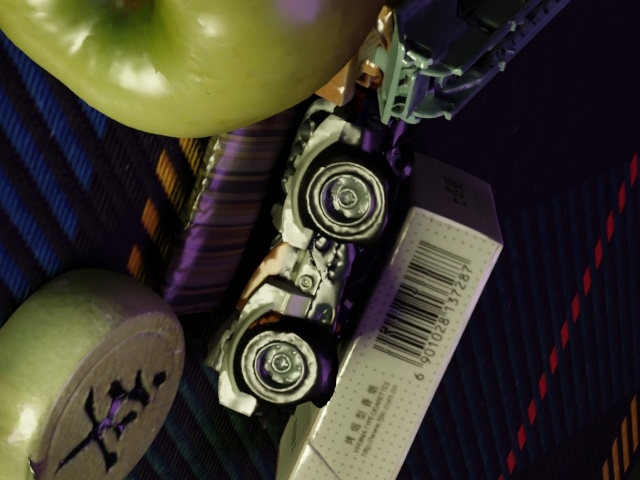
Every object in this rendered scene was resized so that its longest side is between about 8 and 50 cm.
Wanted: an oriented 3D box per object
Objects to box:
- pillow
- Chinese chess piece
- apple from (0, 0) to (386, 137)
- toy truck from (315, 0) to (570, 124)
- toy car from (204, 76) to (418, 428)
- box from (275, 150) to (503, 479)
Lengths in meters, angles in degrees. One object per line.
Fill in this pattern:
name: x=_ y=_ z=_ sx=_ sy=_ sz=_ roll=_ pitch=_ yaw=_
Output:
pillow: x=-0.076 y=-0.031 z=1.553 sx=0.113 sy=0.038 sz=0.203 roll=-8 pitch=123 yaw=-65
Chinese chess piece: x=-0.179 y=0.112 z=1.461 sx=0.188 sy=0.083 sz=0.188 roll=-43 pitch=150 yaw=-32
apple: x=-0.064 y=-0.200 z=1.141 sx=0.279 sy=0.279 sz=0.279 roll=-45 pitch=154 yaw=-30
toy truck: x=0.107 y=-0.214 z=1.523 sx=0.338 sy=0.184 sz=0.133 roll=-38 pitch=150 yaw=-41
toy car: x=-0.001 y=-0.002 z=1.646 sx=0.193 sy=0.118 sz=0.301 roll=-54 pitch=163 yaw=-72
box: x=0.057 y=0.103 z=1.818 sx=0.210 sy=0.095 sz=0.330 roll=-83 pitch=-165 yaw=-74
